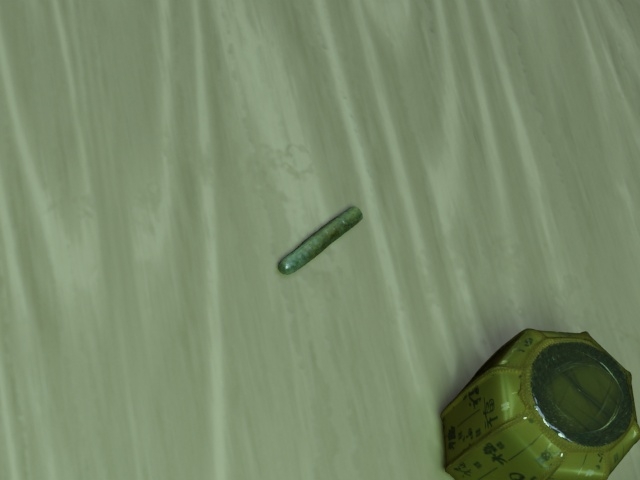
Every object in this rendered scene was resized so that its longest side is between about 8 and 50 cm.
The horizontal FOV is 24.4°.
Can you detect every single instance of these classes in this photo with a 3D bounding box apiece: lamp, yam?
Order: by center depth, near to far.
[{"bbox_3d":[0.203,0.173,1.385,0.161,0.185,0.161,9,59,-16],"label":"lamp"},{"bbox_3d":[0.000,0.000,1.490,0.116,0.021,0.021,-37,81,-33],"label":"yam"}]
